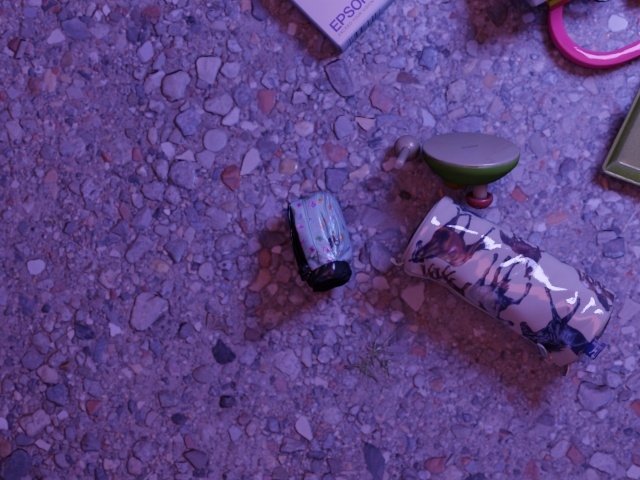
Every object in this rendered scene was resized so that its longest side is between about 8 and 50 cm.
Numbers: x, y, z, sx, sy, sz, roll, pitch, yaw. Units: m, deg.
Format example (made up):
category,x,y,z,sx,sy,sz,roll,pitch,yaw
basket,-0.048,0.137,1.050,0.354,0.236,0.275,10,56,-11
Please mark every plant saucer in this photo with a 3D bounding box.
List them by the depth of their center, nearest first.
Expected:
category,x,y,z,sx,sy,sz,roll,pitch,yaw
plant saucer,0.658,-0.187,1.497,0.188,0.045,0.188,22,109,5

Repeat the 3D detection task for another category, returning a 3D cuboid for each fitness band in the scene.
category,x,y,z,sx,sy,sz,roll,pitch,yaw
fitness band,0.583,-0.453,1.520,0.290,0.054,0.209,-24,91,6

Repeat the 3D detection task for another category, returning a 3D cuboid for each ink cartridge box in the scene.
category,x,y,z,sx,sy,sz,roll,pitch,yaw
ink cartridge box,0.041,-0.603,1.562,0.330,0.071,0.324,45,94,2

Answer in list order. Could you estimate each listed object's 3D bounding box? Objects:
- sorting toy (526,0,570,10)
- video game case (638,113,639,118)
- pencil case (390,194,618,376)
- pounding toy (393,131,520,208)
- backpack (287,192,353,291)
category,x,y,z,sx,sy,sz,roll,pitch,yaw
sorting toy,0.452,-0.568,1.474,0.257,0.089,0.256,-27,62,7
video game case,0.738,-0.288,1.489,0.227,0.026,0.206,24,109,4
pencil case,0.344,0.079,1.489,0.410,0.160,0.184,31,78,4
pounding toy,0.257,-0.128,1.510,0.236,0.183,0.110,2,116,6
backpack,0.000,0.000,1.541,0.115,0.152,0.182,-15,76,0
